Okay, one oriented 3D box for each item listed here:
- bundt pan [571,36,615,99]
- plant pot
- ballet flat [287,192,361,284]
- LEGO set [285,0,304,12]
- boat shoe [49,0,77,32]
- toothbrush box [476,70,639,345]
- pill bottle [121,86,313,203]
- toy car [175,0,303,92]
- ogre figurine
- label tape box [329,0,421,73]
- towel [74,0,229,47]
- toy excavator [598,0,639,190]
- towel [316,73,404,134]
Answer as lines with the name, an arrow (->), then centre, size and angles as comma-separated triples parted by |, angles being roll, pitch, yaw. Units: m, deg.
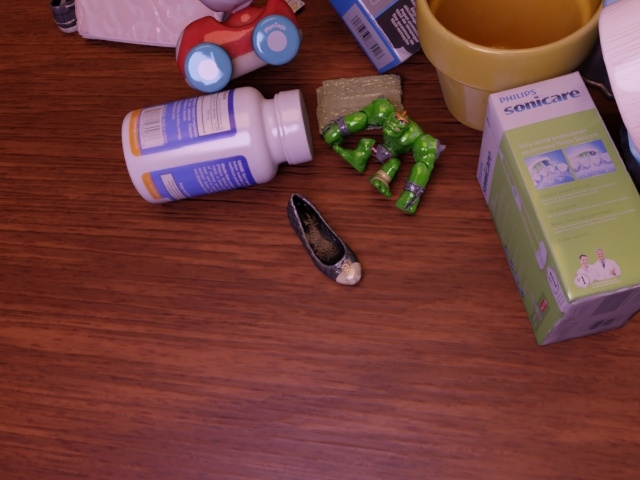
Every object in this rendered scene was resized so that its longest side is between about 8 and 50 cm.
bundt pan -> 0.540, -0.376, 0.927 | 0.331, 0.124, 0.330 | -4, 65, 9
plant pot -> 0.268, -0.292, 0.871 | 0.254, 0.239, 0.254 | -4, 65, 9
ballet flat -> 0.000, 0.000, 0.891 | 0.057, 0.049, 0.173 | -37, 65, -7
LEGO set -> -0.100, -0.496, 1.130 | 0.244, 0.060, 0.182 | -43, 62, -10
boat shoe -> -0.487, -0.520, 1.201 | 0.075, 0.065, 0.206 | 8, 68, 14
toothbrush box -> 0.306, -0.033, 0.766 | 0.122, 0.206, 0.283 | -15, 64, 3
pill bottle -> -0.153, -0.154, 0.931 | 0.272, 0.152, 0.152 | -10, 65, 4
toy car -> -0.159, -0.381, 0.943 | 0.210, 0.238, 0.219 | -22, 21, 0
ogre figurine -> 0.102, -0.145, 0.920 | 0.118, 0.097, 0.197 | -48, 50, 7
label tape box -> 0.169, -0.480, 0.986 | 0.334, 0.106, 0.240 | -41, 102, -8
towel -> -0.309, -0.525, 1.070 | 0.317, 0.053, 0.331 | 11, 112, 13
toy excavator -> 0.375, -0.193, 0.593 | 0.222, 0.445, 0.432 | -16, 54, 40
towel -> 0.066, -0.228, 0.995 | 0.148, 0.027, 0.110 | -6, 64, 8
